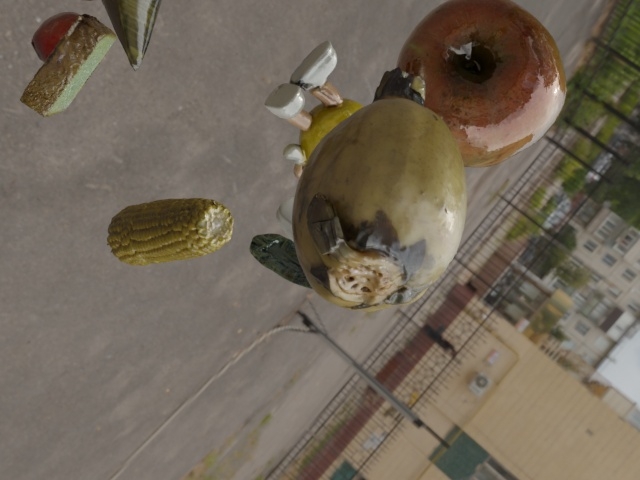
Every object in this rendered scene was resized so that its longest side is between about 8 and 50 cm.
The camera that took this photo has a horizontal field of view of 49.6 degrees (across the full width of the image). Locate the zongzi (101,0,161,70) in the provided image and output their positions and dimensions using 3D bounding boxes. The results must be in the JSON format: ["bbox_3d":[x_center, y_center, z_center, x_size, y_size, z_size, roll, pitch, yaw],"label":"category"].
[{"bbox_3d":[-0.406,-0.542,1.239,0.207,0.403,0.432,-3,108,-51],"label":"zongzi"}]

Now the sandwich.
[{"bbox_3d":[-0.507,-0.354,1.405,0.215,0.065,0.186,-51,-166,6],"label":"sandwich"}]

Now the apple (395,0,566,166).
[{"bbox_3d":[0.306,-0.303,1.379,0.338,0.338,0.305,-49,165,-2],"label":"apple"}]

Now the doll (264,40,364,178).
[{"bbox_3d":[0.043,-0.294,1.744,0.423,0.161,0.348,13,117,-36],"label":"doll"}]

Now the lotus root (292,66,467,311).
[{"bbox_3d":[0.068,-0.067,0.746,0.183,0.182,0.310,111,-7,-51],"label":"lotus root"}]

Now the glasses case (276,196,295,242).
[{"bbox_3d":[0.000,0.000,1.240,0.074,0.193,0.049,-38,171,-39],"label":"glasses case"}]

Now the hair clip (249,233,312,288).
[{"bbox_3d":[-0.024,0.039,0.985,0.066,0.229,0.036,-22,120,-33],"label":"hair clip"}]

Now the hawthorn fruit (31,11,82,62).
[{"bbox_3d":[-0.761,-0.587,2.064,0.185,0.202,0.185,-1,90,-83],"label":"hawthorn fruit"}]

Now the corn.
[{"bbox_3d":[-0.214,-0.013,0.960,0.260,0.091,0.091,-8,-139,48],"label":"corn"}]
